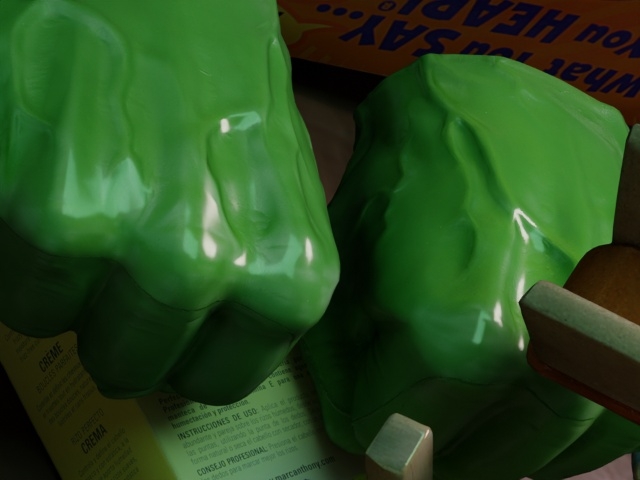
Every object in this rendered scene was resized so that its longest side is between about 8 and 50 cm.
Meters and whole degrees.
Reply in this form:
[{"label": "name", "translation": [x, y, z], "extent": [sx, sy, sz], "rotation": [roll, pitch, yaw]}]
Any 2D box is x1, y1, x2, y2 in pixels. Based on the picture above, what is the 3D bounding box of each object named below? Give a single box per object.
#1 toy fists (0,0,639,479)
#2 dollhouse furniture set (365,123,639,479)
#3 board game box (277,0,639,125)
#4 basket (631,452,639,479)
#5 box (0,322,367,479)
[{"label": "toy fists", "translation": [0.000, 0.000, 0.628], "extent": [0.279, 0.096, 0.142], "rotation": [20, 38, -25]}, {"label": "dollhouse furniture set", "translation": [0.109, 0.146, 0.491], "extent": [0.259, 0.135, 0.262], "rotation": [27, 66, 21]}, {"label": "board game box", "translation": [0.131, -0.297, 0.797], "extent": [0.356, 0.356, 0.357], "rotation": [10, 52, -14]}, {"label": "basket", "translation": [0.227, 0.169, 0.623], "extent": [0.289, 0.254, 0.201], "rotation": [-92, 162, -54]}, {"label": "box", "translation": [-0.024, 0.087, 0.651], "extent": [0.087, 0.058, 0.232], "rotation": [-16, 68, -44]}]
